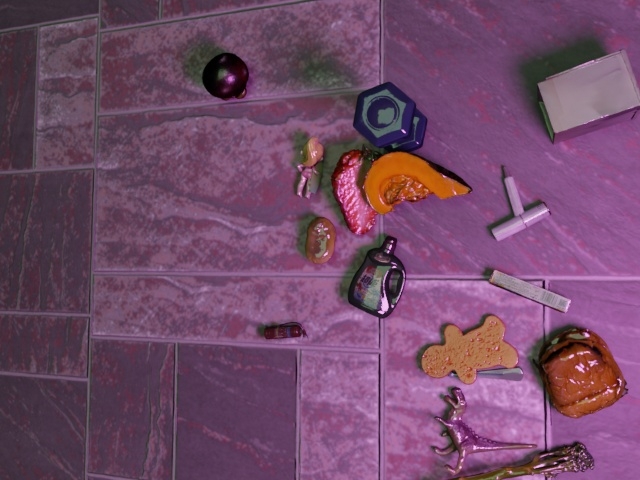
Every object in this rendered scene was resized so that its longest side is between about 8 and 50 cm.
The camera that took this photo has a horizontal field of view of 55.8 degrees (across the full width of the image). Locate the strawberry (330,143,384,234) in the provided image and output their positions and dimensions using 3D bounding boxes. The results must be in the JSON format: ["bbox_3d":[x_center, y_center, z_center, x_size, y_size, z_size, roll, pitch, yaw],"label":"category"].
[{"bbox_3d":[0.100,-0.152,1.724,0.175,0.107,0.236,24,99,-20],"label":"strawberry"}]

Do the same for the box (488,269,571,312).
[{"bbox_3d":[0.543,0.132,1.571,0.207,0.050,0.041,22,91,19],"label":"box"}]

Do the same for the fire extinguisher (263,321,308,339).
[{"bbox_3d":[-0.101,0.271,1.797,0.132,0.039,0.056,-7,93,19],"label":"fire extinguisher"}]

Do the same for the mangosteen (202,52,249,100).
[{"bbox_3d":[-0.287,-0.499,1.865,0.152,0.152,0.152,-1,86,19],"label":"mangosteen"}]

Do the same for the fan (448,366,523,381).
[{"bbox_3d":[0.440,0.358,1.611,0.193,0.016,0.038,-6,87,19],"label":"fan"}]

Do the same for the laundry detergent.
[{"bbox_3d":[0.174,0.098,1.692,0.144,0.078,0.222,26,93,17],"label":"laundry detergent"}]

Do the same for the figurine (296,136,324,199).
[{"bbox_3d":[-0.032,-0.214,1.787,0.083,0.083,0.187,20,103,19],"label":"figurine"}]

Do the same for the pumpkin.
[{"bbox_3d":[0.254,-0.185,1.629,0.278,0.111,0.163,-13,114,20],"label":"pumpkin"}]

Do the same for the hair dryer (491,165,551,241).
[{"bbox_3d":[0.499,-0.110,1.611,0.155,0.044,0.183,-30,73,14],"label":"hair dryer"}]

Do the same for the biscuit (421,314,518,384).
[{"bbox_3d":[0.391,0.300,1.620,0.250,0.036,0.165,-24,70,15],"label":"biscuit"}]

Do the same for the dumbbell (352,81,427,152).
[{"bbox_3d":[0.188,-0.308,1.577,0.160,0.325,0.144,41,104,11],"label":"dumbbell"}]

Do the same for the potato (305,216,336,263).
[{"bbox_3d":[0.000,0.000,1.759,0.091,0.070,0.138,8,91,15],"label":"potato"}]

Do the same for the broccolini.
[{"bbox_3d":[0.490,0.594,1.530,0.392,0.079,0.074,-17,97,13],"label":"broccolini"}]

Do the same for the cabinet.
[{"bbox_3d":[0.664,-0.353,1.508,0.206,0.145,0.150,-18,82,18],"label":"cabinet"}]

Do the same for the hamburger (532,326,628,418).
[{"bbox_3d":[0.635,0.327,1.487,0.183,0.130,0.206,-29,80,18],"label":"hamburger"}]

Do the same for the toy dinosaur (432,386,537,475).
[{"bbox_3d":[0.402,0.526,1.589,0.251,0.072,0.200,41,92,26],"label":"toy dinosaur"}]
